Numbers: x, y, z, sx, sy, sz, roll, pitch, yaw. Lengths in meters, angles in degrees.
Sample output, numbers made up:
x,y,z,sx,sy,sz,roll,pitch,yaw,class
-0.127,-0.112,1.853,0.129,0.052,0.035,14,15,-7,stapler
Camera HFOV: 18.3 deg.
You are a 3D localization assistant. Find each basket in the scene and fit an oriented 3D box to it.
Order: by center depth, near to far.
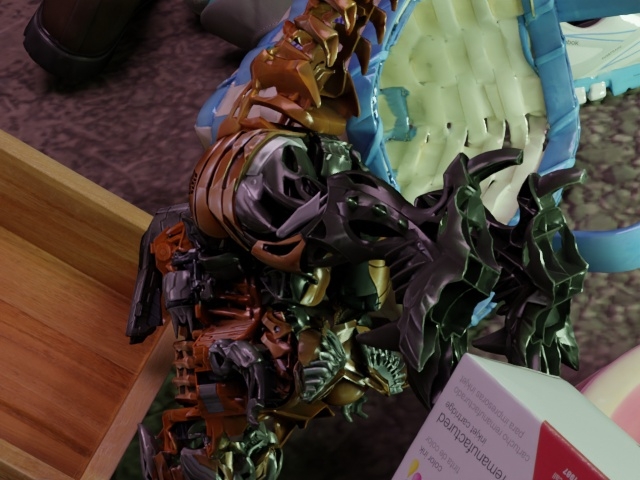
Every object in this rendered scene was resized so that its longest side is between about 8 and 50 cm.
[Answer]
x,y,z,sx,sy,sz,roll,pitch,yaw,class
0.092,-0.068,1.127,0.289,0.201,0.255,2,37,27,basket

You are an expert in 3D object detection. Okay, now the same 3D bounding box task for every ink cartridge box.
x,y,z,sx,sy,sz,roll,pitch,yaw,class
0.077,0.158,0.856,0.072,0.175,0.127,17,17,-41,ink cartridge box

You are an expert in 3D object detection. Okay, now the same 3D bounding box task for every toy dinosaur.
x,y,z,sx,sy,sz,roll,pitch,yaw,class
0.000,0.000,0.968,0.218,0.322,0.164,17,27,31,toy dinosaur

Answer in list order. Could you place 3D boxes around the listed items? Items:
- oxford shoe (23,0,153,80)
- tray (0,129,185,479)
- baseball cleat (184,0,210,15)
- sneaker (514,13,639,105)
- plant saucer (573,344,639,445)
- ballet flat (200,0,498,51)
x,y,z,sx,sy,sz,roll,pitch,yaw,class
-0.142,-0.213,1.431,0.082,0.096,0.227,23,40,-12,oxford shoe
-0.272,-0.008,1.065,0.411,0.076,0.203,31,43,-4,tray
0.001,-0.207,1.432,0.205,0.072,0.109,-2,31,2,baseball cleat
0.218,-0.147,1.304,0.190,0.083,0.071,-15,36,-10,sneaker
0.231,0.139,0.932,0.332,0.084,0.332,-5,37,4,plant saucer
0.022,-0.141,1.349,0.213,0.072,0.068,-5,68,8,ballet flat
